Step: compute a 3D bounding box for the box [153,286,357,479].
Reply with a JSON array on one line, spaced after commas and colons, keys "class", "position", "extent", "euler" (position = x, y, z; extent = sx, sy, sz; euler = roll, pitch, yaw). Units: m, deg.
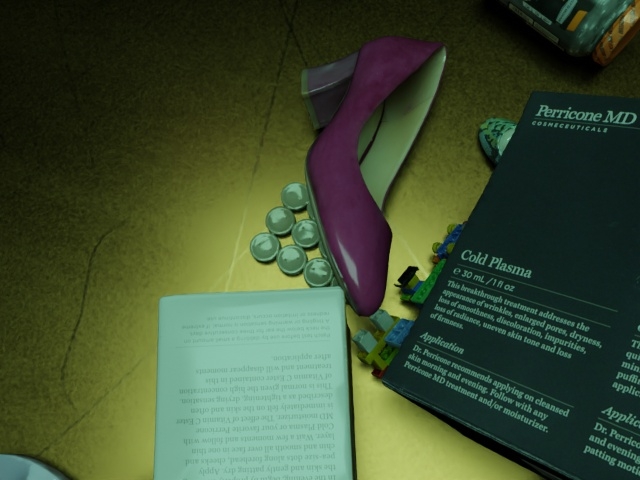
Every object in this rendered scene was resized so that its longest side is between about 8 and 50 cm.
[{"class": "box", "position": [-0.048, 0.237, 0.628], "extent": [0.168, 0.215, 0.345], "euler": [-3, 73, 3]}]

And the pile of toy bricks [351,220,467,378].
[{"class": "pile of toy bricks", "position": [0.148, 0.078, 0.733], "extent": [0.212, 0.118, 0.105], "euler": [-47, 115, -21]}]

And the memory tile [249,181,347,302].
[{"class": "memory tile", "position": [0.000, 0.000, 0.803], "extent": [0.148, 0.012, 0.113], "euler": [26, 77, 12]}]

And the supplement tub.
[{"class": "supplement tub", "position": [0.303, -0.308, 0.820], "extent": [0.190, 0.117, 0.117], "euler": [42, 80, 15]}]

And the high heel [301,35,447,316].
[{"class": "high heel", "position": [0.079, -0.095, 0.723], "extent": [0.181, 0.127, 0.377], "euler": [-13, 54, 9]}]

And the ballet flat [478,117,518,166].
[{"class": "ballet flat", "position": [0.258, -0.083, 0.782], "extent": [0.070, 0.070, 0.188], "euler": [-35, 74, -7]}]

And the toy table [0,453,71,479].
[{"class": "toy table", "position": [-0.310, 0.333, 0.649], "extent": [0.274, 0.161, 0.252], "euler": [39, 79, 15]}]

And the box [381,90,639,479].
[{"class": "box", "position": [0.285, 0.066, 0.537], "extent": [0.343, 0.179, 0.312], "euler": [19, 75, 44]}]
